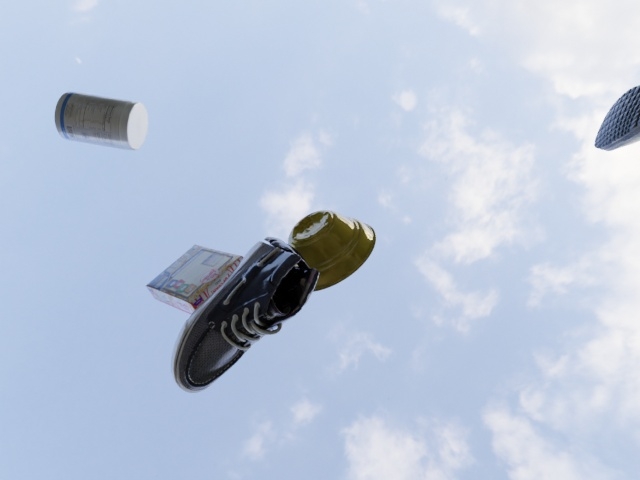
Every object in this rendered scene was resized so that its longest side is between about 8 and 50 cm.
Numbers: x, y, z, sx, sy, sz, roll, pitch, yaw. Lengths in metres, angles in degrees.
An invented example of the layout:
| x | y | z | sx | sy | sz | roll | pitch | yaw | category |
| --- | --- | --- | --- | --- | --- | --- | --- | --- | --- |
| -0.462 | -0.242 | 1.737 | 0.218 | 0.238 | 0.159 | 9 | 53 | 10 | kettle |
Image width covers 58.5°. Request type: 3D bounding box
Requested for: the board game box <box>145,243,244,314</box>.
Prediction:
| x | y | z | sx | sy | sz | roll | pitch | yaw | category |
| --- | --- | --- | --- | --- | --- | --- | --- | --- | --- |
| -0.258 | 0.080 | 1.197 | 0.194 | 0.045 | 0.147 | 11 | -133 | 48 | board game box |

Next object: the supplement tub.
| x | y | z | sx | sy | sz | roll | pitch | yaw | category |
| --- | --- | --- | --- | --- | --- | --- | --- | --- | --- |
| -0.305 | -0.167 | 0.799 | 0.107 | 0.071 | 0.070 | 10 | -104 | 5 | supplement tub |

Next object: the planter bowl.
| x | y | z | sx | sy | sz | roll | pitch | yaw | category |
| --- | --- | --- | --- | --- | --- | --- | --- | --- | --- |
| 0.000 | 0.000 | 1.194 | 0.217 | 0.090 | 0.217 | -24 | -150 | 15 | planter bowl |

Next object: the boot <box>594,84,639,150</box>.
| x | y | z | sx | sy | sz | roll | pitch | yaw | category |
| --- | --- | --- | --- | --- | --- | --- | --- | --- | --- |
| 0.487 | -0.148 | 0.734 | 0.161 | 0.246 | 0.083 | 25 | -104 | -5 | boot |

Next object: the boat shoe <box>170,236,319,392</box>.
| x | y | z | sx | sy | sz | roll | pitch | yaw | category |
| --- | --- | --- | --- | --- | --- | --- | --- | --- | --- |
| -0.140 | 0.145 | 1.049 | 0.127 | 0.158 | 0.340 | 38 | -101 | -28 | boat shoe |
